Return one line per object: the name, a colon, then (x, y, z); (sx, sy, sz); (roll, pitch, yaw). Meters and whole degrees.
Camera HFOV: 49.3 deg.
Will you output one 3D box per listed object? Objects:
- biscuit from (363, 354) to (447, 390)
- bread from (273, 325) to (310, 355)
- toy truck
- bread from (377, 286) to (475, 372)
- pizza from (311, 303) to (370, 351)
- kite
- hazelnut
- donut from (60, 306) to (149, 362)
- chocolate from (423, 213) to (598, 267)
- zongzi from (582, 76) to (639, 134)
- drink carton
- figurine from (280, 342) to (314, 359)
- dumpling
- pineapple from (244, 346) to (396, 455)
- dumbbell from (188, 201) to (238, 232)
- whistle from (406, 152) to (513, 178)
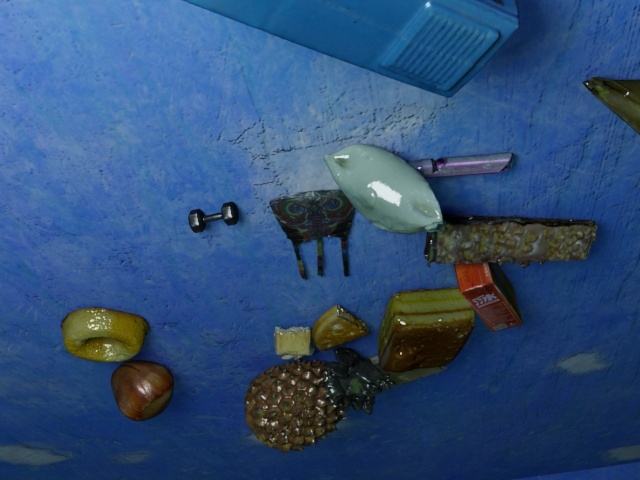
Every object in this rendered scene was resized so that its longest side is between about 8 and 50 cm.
biscuit: (0.195, 0.314, 1.731); (0.238, 0.062, 0.108); (-25, 142, 25)
bread: (-0.063, 0.226, 1.562); (0.083, 0.035, 0.070); (-3, 112, -3)
toy truck: (0.020, -0.289, 0.718); (0.384, 0.162, 0.161); (14, 143, -27)
bread: (0.225, 0.203, 1.528); (0.184, 0.111, 0.234); (-3, 145, -6)
pizza: (0.045, 0.192, 1.542); (0.130, 0.041, 0.178); (-6, 145, -5)
kite: (0.000, 0.000, 1.275); (0.152, 0.015, 0.285); (-7, 146, 2)
hazelnut: (-0.415, 0.342, 1.630); (0.150, 0.150, 0.150); (-4, 146, -3)
donut: (-0.451, 0.202, 1.458); (0.178, 0.066, 0.162); (12, 142, -24)
chocolate: (0.343, -0.006, 1.276); (0.329, 0.065, 0.103); (1, 113, -10)
zongzi: (0.560, -0.224, 0.976); (0.289, 0.123, 0.260); (38, 115, -17)
drink carton: (0.338, 0.100, 1.405); (0.071, 0.096, 0.223); (-20, 144, 20)
figurine: (-0.056, 0.244, 1.607); (0.083, 0.047, 0.051); (-10, 136, -3)
dumpling: (0.096, -0.066, 1.093); (0.216, 0.105, 0.149); (32, 145, 5)
pineapple: (0.010, 0.357, 1.655); (0.357, 0.223, 0.223); (-28, 141, 19)
dumbbell: (-0.179, -0.039, 1.169); (0.083, 0.040, 0.036); (-12, 116, 8)
whistle: (0.221, -0.119, 1.119); (0.176, 0.033, 0.033); (-5, 146, -2)
